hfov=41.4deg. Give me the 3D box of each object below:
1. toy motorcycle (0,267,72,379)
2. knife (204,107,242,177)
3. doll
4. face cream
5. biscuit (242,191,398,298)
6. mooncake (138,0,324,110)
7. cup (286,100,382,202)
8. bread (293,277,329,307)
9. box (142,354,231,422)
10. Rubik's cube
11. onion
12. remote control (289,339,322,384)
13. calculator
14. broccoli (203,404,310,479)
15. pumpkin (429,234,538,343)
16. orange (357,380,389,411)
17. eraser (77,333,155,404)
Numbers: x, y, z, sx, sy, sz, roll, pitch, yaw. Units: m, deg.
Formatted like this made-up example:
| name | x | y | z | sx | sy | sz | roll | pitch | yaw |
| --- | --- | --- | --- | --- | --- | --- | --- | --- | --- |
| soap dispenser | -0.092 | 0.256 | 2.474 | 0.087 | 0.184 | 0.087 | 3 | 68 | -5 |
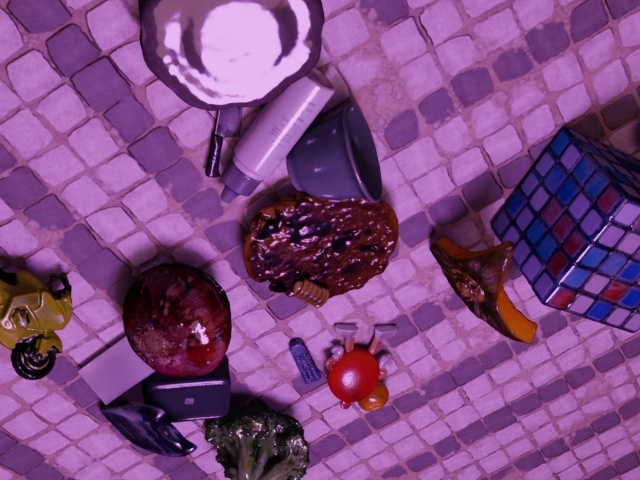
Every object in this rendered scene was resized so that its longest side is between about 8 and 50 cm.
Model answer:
| name | x | y | z | sx | sy | sz | roll | pitch | yaw |
| --- | --- | --- | --- | --- | --- | --- | --- | --- | --- |
| toy motorcycle | -0.604 | 0.099 | 1.627 | 0.142 | 0.206 | 0.342 | -16 | 126 | 38 |
| knife | -0.176 | -0.222 | 1.599 | 0.060 | 0.028 | 0.230 | -4 | 125 | -28 |
| doll | 0.091 | 0.301 | 2.030 | 0.183 | 0.085 | 0.217 | 3 | 108 | -20 |
| face cream | -0.097 | -0.189 | 1.597 | 0.092 | 0.092 | 0.311 | 26 | 115 | -30 |
| biscuit | -0.001 | 0.003 | 1.778 | 0.334 | 0.081 | 0.289 | -1 | 131 | -16 |
| mooncake | -0.152 | -0.369 | 1.408 | 0.306 | 0.154 | 0.306 | -8 | 128 | -11 |
| cup | 0.017 | -0.152 | 1.623 | 0.150 | 0.199 | 0.199 | -14 | 131 | 18 |
| bread | -0.019 | 0.111 | 1.790 | 0.049 | 0.033 | 0.088 | -46 | 128 | 13 |
| box | -0.306 | 0.342 | 1.942 | 0.201 | 0.090 | 0.144 | -2 | 127 | -15 |
| Rubik's cube | 0.591 | -0.021 | 1.794 | 0.293 | 0.292 | 0.287 | 17 | 121 | -28 |
| onion | -0.292 | 0.162 | 1.744 | 0.246 | 0.190 | 0.246 | 9 | 119 | 16 |
| remote control | -0.038 | 0.289 | 2.017 | 0.044 | 0.027 | 0.152 | -25 | 131 | -4 |
| calculator | -0.400 | 0.423 | 1.914 | 0.177 | 0.268 | 0.040 | 54 | 56 | -25 |
| broccoli | -0.155 | 0.523 | 2.033 | 0.265 | 0.245 | 0.294 | -21 | 107 | 24 |
| pumpkin | 0.344 | 0.083 | 1.832 | 0.095 | 0.258 | 0.290 | -39 | 128 | -13 |
| orange | 0.129 | 0.386 | 2.108 | 0.083 | 0.070 | 0.083 | -8 | 140 | -7 |
| eraser | -0.450 | 0.284 | 1.872 | 0.150 | 0.023 | 0.104 | -35 | 100 | 13 |
